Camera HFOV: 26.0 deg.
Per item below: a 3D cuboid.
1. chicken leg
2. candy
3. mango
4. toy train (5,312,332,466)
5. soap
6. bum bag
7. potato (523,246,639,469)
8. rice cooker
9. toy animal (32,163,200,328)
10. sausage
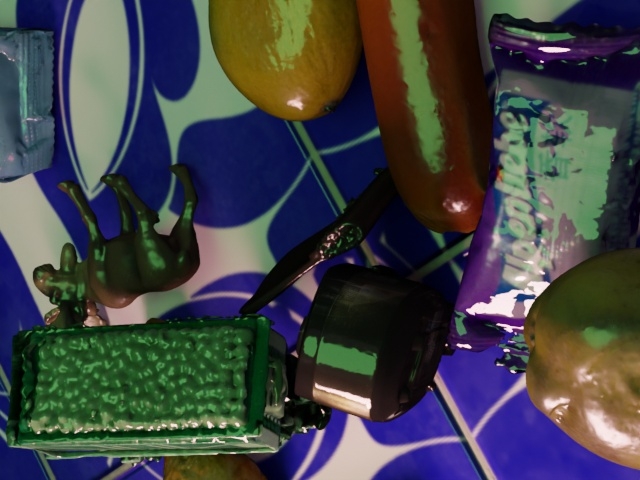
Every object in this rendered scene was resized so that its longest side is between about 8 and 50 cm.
[{"bbox_3d":[-0.115,0.187,1.256,0.107,0.087,0.251,-35,72,26],"label":"chicken leg"},{"bbox_3d":[0.174,-0.030,0.976,0.145,0.070,0.275,11,109,17],"label":"candy"},{"bbox_3d":[-0.027,-0.213,1.091,0.137,0.091,0.237,6,103,31],"label":"mango"},{"bbox_3d":[-0.128,0.124,1.150,0.270,0.154,0.115,-4,70,21],"label":"toy train"},{"bbox_3d":[-0.386,-0.141,1.394,0.293,0.077,0.156,6,103,37],"label":"soap"},{"bbox_3d":[0.000,0.000,1.107,0.026,0.109,0.159,48,129,-8],"label":"bum bag"},{"bbox_3d":[0.233,0.078,0.902,0.200,0.137,0.154,3,102,1],"label":"potato"},{"bbox_3d":[0.039,0.077,1.059,0.106,0.165,0.112,17,101,23],"label":"rice cooker"},{"bbox_3d":[-0.196,0.033,1.274,0.214,0.094,0.186,-8,93,41],"label":"toy animal"},{"bbox_3d":[0.074,-0.149,1.030,0.089,0.083,0.300,-7,97,25],"label":"sausage"}]
